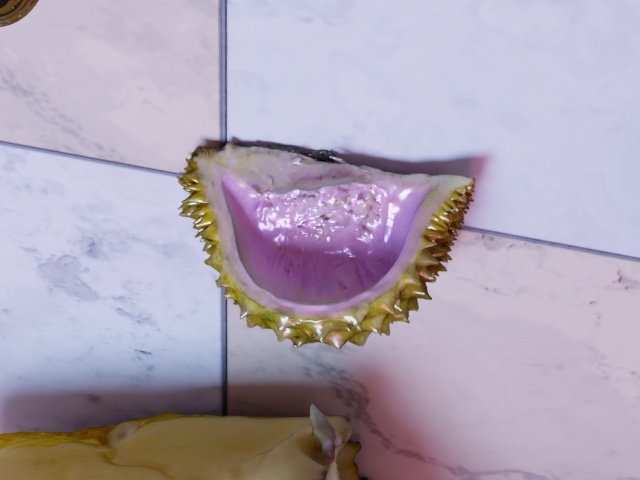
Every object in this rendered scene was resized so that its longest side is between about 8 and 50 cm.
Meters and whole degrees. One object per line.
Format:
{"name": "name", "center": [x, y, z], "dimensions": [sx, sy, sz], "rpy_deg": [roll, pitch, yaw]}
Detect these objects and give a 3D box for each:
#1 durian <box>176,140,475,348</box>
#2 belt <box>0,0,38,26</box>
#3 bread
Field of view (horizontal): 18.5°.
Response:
{"name": "durian", "center": [0.002, 0.000, 1.327], "dimensions": [0.182, 0.165, 0.132], "rpy_deg": [-2, 101, -13]}
{"name": "belt", "center": [-0.199, -0.171, 1.226], "dimensions": [0.059, 0.036, 0.083], "rpy_deg": [16, 142, -11]}
{"name": "bread", "center": [-0.117, 0.262, 1.561], "dimensions": [0.394, 0.250, 0.361], "rpy_deg": [2, 137, 22]}
